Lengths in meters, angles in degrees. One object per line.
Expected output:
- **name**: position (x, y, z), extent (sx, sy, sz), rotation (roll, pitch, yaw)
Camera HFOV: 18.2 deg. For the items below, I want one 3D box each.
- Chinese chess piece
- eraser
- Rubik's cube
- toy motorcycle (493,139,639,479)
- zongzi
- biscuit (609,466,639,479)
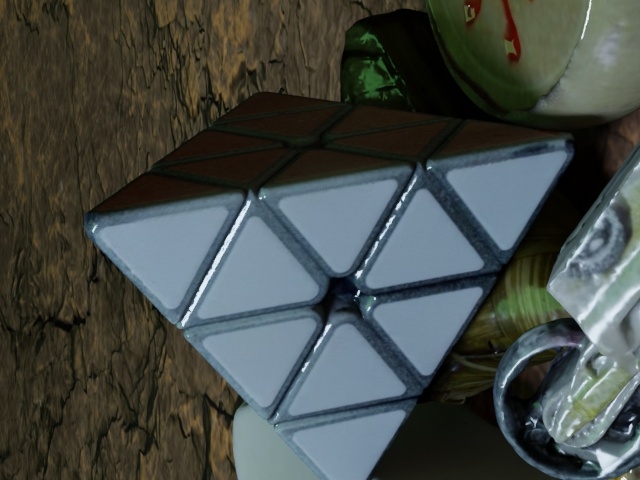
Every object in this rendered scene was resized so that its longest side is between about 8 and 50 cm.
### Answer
- **Chinese chess piece**: position (0.155, -0.196, 1.293), extent (0.250, 0.103, 0.250), rotation (173, 90, -66)
- **eraser**: position (0.067, 0.279, 1.474), extent (0.331, 0.150, 0.331), rotation (28, 125, 51)
- **Rubik's cube**: position (0.000, -0.002, 1.318), extent (0.228, 0.233, 0.229), rotation (33, 161, 7)
- **toy motorcycle**: position (0.238, 0.022, 1.019), extent (0.341, 0.223, 0.108), rotation (-59, -1, 29)
- **zongzi**: position (0.123, -0.037, 1.367), extent (0.288, 0.134, 0.286), rotation (-18, 80, 59)
- **biscuit**: position (0.241, 0.039, 1.148), extent (0.054, 0.094, 0.379), rotation (-107, 25, -50)
